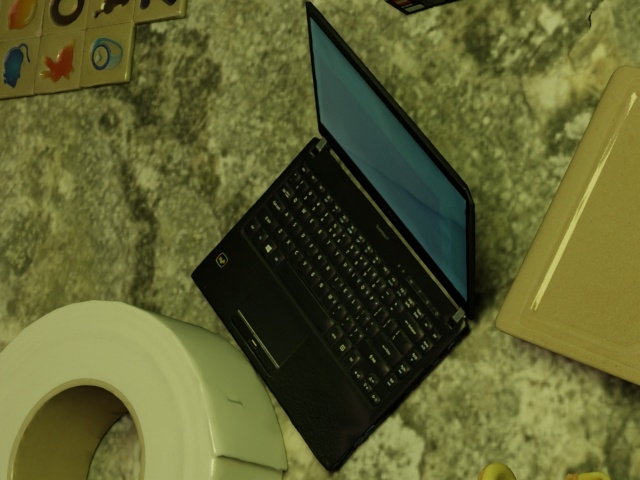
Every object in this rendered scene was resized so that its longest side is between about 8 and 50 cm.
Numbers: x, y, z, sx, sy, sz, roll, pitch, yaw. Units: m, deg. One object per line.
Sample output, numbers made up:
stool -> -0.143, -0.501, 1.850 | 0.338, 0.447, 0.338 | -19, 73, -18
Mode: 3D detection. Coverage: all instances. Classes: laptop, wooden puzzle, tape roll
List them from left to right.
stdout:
tape roll -> -0.170, 0.195, 1.555 | 0.286, 0.100, 0.286 | -11, 70, 33
laptop -> 0.000, 0.000, 1.466 | 0.264, 0.136, 0.234 | -47, 55, 15
wooden puzzle -> 0.257, -0.001, 1.332 | 0.239, 0.044, 0.221 | 20, 82, 44

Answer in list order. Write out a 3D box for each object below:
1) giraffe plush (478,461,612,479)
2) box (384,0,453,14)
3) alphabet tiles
giraffe plush -> 0.161, 0.237, 1.261 | 0.181, 0.170, 0.210 | 28, 93, 38
box -> 0.145, -0.260, 1.502 | 0.207, 0.036, 0.114 | -12, 70, 32
alphabet tiles -> -0.255, -0.275, 1.807 | 0.343, 0.011, 0.285 | -4, 75, 34
